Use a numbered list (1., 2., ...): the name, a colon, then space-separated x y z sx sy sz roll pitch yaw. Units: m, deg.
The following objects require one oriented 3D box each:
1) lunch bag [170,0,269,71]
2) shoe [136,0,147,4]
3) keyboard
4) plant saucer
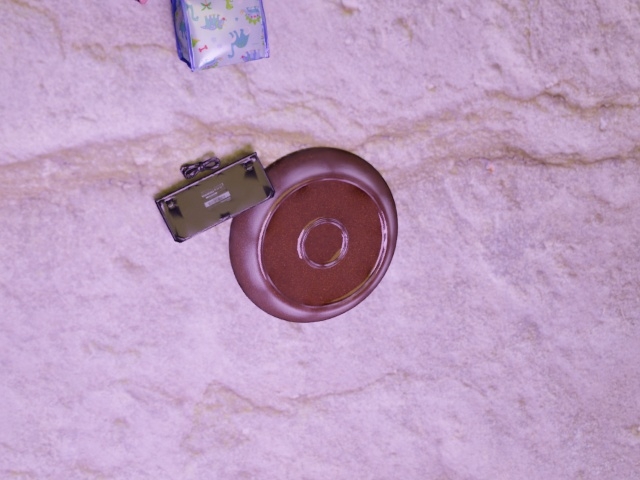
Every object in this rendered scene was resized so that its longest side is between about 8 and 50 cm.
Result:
1. lunch bag: -0.154 -0.343 1.578 0.129 0.096 0.151 -15 121 -18
2. shoe: -0.292 -0.424 1.512 0.081 0.063 0.178 -51 122 -7
3. keyboard: -0.173 -0.081 1.680 0.180 0.023 0.108 -27 98 -9
4. plant saucer: 0.000 0.000 1.774 0.311 0.050 0.310 -7 109 -20
